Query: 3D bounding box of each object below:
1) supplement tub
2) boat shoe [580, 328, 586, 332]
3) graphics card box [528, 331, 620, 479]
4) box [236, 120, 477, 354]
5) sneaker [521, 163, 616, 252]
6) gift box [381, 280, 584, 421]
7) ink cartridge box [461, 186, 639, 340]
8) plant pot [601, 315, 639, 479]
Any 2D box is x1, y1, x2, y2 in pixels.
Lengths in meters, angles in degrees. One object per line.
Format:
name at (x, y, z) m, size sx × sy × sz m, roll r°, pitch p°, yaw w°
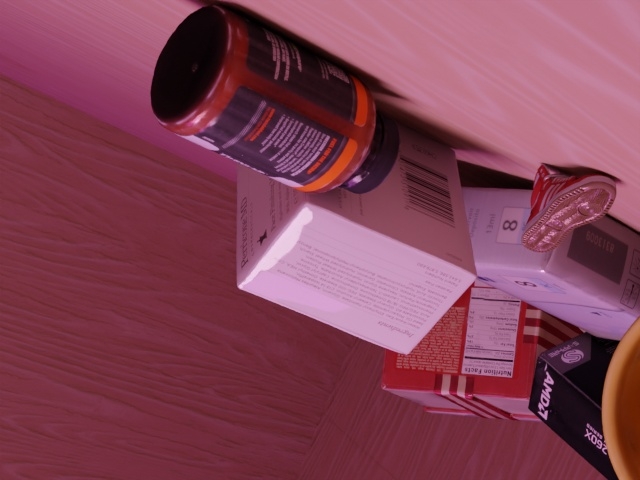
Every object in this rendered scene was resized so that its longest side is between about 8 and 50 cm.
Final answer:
supplement tub at (-0.029, -0.101, 1.167) m, size 0.198 × 0.106 × 0.106 m, roll 24°, pitch 178°, yaw -36°
boat shoe at (0.416, 0.088, 1.847) m, size 0.257 × 0.095 × 0.095 m, roll 9°, pitch 162°, yaw 41°
graphics card box at (0.432, 0.218, 1.600) m, size 0.232 × 0.094 × 0.371 m, roll -22°, pitch -134°, yaw -29°
box at (0.028, -0.022, 1.335) m, size 0.181 × 0.119 × 0.181 m, roll 23°, pitch -143°, yaw -22°
sneaker at (0.207, -0.042, 1.222) m, size 0.042 × 0.067 × 0.118 m, roll 25°, pitch 148°, yaw -14°
gift box at (0.254, 0.113, 2.086) m, size 0.255 × 0.276 × 0.258 m, roll 7°, pitch 168°, yaw 27°
ink cartridge box at (0.182, 0.026, 1.591) m, size 0.385 × 0.091 × 0.308 m, roll 3°, pitch 166°, yaw 45°
plant pot at (0.432, 0.156, 1.400) m, size 0.254 × 0.254 × 0.239 m, roll 21°, pitch -166°, yaw 34°
